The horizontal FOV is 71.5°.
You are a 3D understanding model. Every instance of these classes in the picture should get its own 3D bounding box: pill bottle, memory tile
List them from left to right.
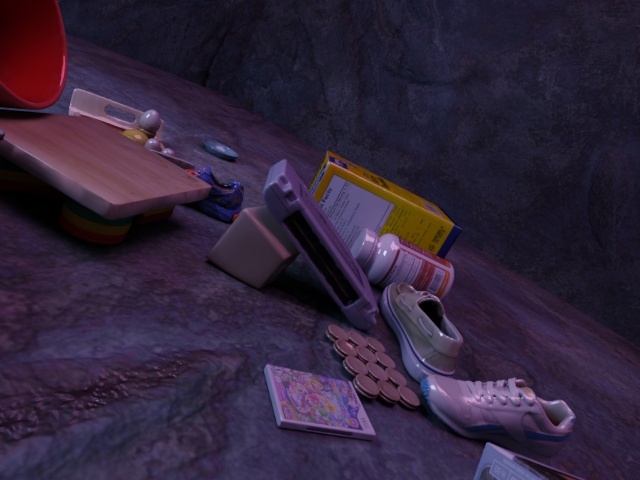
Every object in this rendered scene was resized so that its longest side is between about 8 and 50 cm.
[{"bbox_3d":[0.072,0.180,0.641,0.113,0.012,0.148,23,17,-28],"label":"memory tile"},{"bbox_3d":[0.175,0.059,0.990,0.216,0.121,0.121,26,16,-8],"label":"pill bottle"}]

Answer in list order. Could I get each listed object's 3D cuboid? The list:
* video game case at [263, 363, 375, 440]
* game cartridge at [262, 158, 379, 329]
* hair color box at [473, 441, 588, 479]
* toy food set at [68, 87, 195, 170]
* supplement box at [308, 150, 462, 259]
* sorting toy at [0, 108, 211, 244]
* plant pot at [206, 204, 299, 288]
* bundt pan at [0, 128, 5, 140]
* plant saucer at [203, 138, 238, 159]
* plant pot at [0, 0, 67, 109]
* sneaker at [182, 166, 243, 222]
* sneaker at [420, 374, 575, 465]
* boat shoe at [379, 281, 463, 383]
[{"bbox_3d":[-0.002,0.186,0.514,0.122,0.011,0.087,20,18,-26],"label":"video game case"},{"bbox_3d":[0.000,0.000,0.790,0.297,0.062,0.198,55,5,-18],"label":"game cartridge"},{"bbox_3d":[0.327,0.314,0.374,0.375,0.113,0.185,24,-8,-13],"label":"hair color box"},{"bbox_3d":[-0.425,-0.247,0.995,0.220,0.092,0.306,15,20,-39],"label":"toy food set"},{"bbox_3d":[0.132,-0.051,1.120,0.357,0.194,0.195,26,17,-9],"label":"supplement box"},{"bbox_3d":[-0.344,-0.095,0.672,0.257,0.089,0.255,30,17,6],"label":"sorting toy"},{"bbox_3d":[-0.097,0.015,0.728,0.096,0.109,0.109,44,19,7],"label":"plant pot"},{"bbox_3d":[-0.490,-0.099,0.389,0.331,0.124,0.331,26,16,-8],"label":"bundt pan"},{"bbox_3d":[-0.317,-0.283,1.402,0.119,0.021,0.119,25,16,-8],"label":"plant saucer"},{"bbox_3d":[-0.530,-0.308,0.596,0.243,0.274,0.275,-4,21,-4],"label":"plant pot"},{"bbox_3d":[-0.253,-0.116,0.884,0.221,0.087,0.083,21,17,-25],"label":"sneaker"},{"bbox_3d":[0.249,0.234,0.633,0.229,0.092,0.087,24,19,-11],"label":"sneaker"},{"bbox_3d":[0.186,0.143,0.800,0.109,0.094,0.302,24,17,-13],"label":"boat shoe"}]
